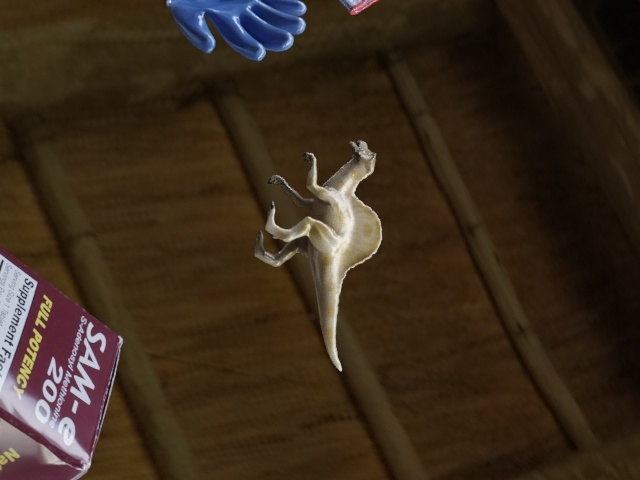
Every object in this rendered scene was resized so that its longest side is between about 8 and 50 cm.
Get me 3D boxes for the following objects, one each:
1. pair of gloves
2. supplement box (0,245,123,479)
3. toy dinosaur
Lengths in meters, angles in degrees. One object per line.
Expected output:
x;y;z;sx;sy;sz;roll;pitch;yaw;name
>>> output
-0.042;-0.214;1.477;0.198;0.023;0.159;-33;-122;-29;pair of gloves
-0.198;0.017;0.601;0.239;0.073;0.130;40;-58;-22;supplement box
0.000;0.000;1.409;0.093;0.053;0.183;12;-105;-8;toy dinosaur
